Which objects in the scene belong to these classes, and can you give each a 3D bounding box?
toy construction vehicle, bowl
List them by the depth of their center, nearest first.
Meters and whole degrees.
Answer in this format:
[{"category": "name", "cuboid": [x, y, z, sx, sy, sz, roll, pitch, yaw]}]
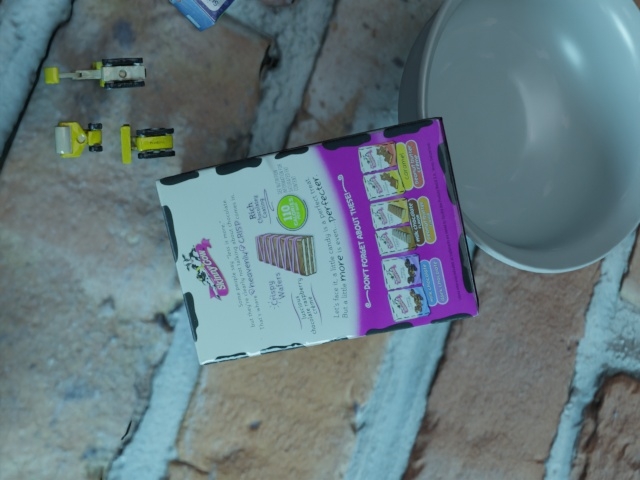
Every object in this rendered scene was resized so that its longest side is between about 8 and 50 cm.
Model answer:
[{"category": "toy construction vehicle", "cuboid": [-0.173, -0.106, 0.760, 0.098, 0.035, 0.086, -10, 105, -26]}, {"category": "bowl", "cuboid": [0.182, -0.119, 0.891, 0.297, 0.134, 0.298, 0, 90, -29]}]

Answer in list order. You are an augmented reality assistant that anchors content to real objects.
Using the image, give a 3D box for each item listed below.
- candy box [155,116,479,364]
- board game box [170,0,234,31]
[{"category": "candy box", "cuboid": [0.000, 0.000, 0.758, 0.233, 0.071, 0.159, -11, 97, 10]}, {"category": "board game box", "cuboid": [-0.127, -0.297, 0.781, 0.201, 0.035, 0.136, 45, 70, -21]}]
